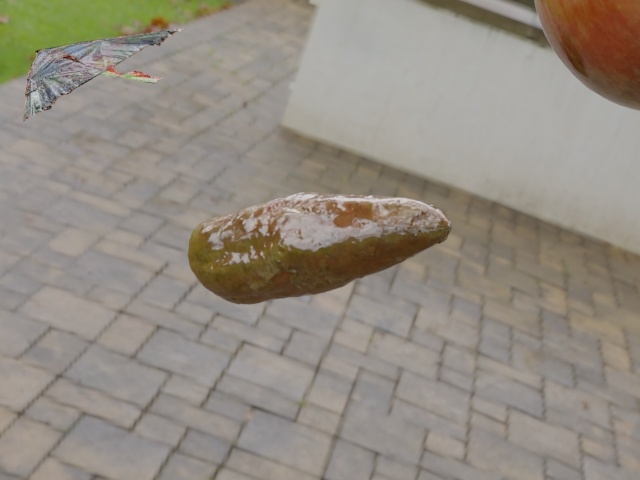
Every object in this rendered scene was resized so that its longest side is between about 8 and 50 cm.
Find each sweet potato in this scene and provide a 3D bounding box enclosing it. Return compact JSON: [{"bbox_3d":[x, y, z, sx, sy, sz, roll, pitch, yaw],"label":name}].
[{"bbox_3d":[0.000,0.000,1.063,0.251,0.097,0.097,-10,8,22],"label":"sweet potato"}]

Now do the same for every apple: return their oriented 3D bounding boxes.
[{"bbox_3d":[0.237,-0.184,0.756,0.164,0.209,0.209,56,27,7],"label":"apple"}]

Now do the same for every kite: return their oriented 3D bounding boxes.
[{"bbox_3d":[-0.202,-0.153,1.038,0.159,0.010,0.190,20,45,38],"label":"kite"}]
